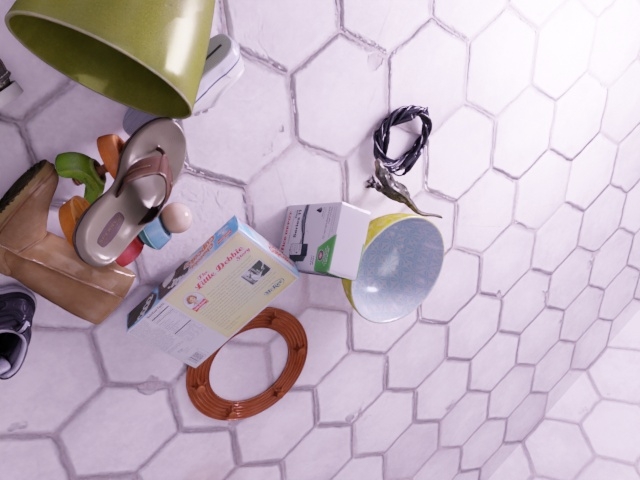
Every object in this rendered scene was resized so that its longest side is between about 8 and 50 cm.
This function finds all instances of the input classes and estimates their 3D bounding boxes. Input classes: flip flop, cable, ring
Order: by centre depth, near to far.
[{"bbox_3d":[-0.287,-0.079,0.817,0.112,0.080,0.277,55,49,-42],"label":"flip flop"},{"bbox_3d":[0.204,-0.259,1.267,0.150,0.047,0.185,32,95,-34],"label":"cable"},{"bbox_3d":[-0.175,0.323,1.302,0.336,0.032,0.337,-13,118,-27],"label":"ring"}]

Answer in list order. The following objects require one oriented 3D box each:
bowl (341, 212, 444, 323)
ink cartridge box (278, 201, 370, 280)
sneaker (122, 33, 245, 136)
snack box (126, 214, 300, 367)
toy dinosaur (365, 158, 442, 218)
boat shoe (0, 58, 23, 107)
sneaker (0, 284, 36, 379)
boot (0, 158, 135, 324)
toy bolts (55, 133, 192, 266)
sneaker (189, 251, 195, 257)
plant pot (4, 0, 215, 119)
[{"bbox_3d":[0.157,0.049,1.305,0.289,0.156,0.290,-14,118,-27],"label":"bowl"},{"bbox_3d":[0.000,0.000,1.127,0.086,0.208,0.153,17,81,-35],"label":"ink cartridge box"},{"bbox_3d":[-0.241,-0.263,0.944,0.258,0.094,0.091,-37,154,1],"label":"sneaker"},{"bbox_3d":[-0.222,0.115,1.062,0.322,0.060,0.187,-41,126,10],"label":"snack box"},{"bbox_3d":[0.188,-0.122,1.268,0.268,0.118,0.064,30,94,-39],"label":"toy dinosaur"},{"bbox_3d":[-0.601,-0.186,0.739,0.305,0.109,0.091,-36,126,-21],"label":"boat shoe"},{"bbox_3d":[-0.607,0.207,0.888,0.269,0.153,0.101,-47,128,-5],"label":"sneaker"},{"bbox_3d":[-0.459,0.011,0.939,0.236,0.089,0.269,-44,128,9],"label":"boot"},{"bbox_3d":[-0.329,-0.055,0.902,0.158,0.218,0.229,-22,136,0],"label":"toy bolts"},{"bbox_3d":[-0.196,0.095,1.155,0.239,0.091,0.126,13,116,-29],"label":"sneaker"},{"bbox_3d":[-0.274,-0.384,0.782,0.274,0.274,0.294,26,80,-38],"label":"plant pot"}]
